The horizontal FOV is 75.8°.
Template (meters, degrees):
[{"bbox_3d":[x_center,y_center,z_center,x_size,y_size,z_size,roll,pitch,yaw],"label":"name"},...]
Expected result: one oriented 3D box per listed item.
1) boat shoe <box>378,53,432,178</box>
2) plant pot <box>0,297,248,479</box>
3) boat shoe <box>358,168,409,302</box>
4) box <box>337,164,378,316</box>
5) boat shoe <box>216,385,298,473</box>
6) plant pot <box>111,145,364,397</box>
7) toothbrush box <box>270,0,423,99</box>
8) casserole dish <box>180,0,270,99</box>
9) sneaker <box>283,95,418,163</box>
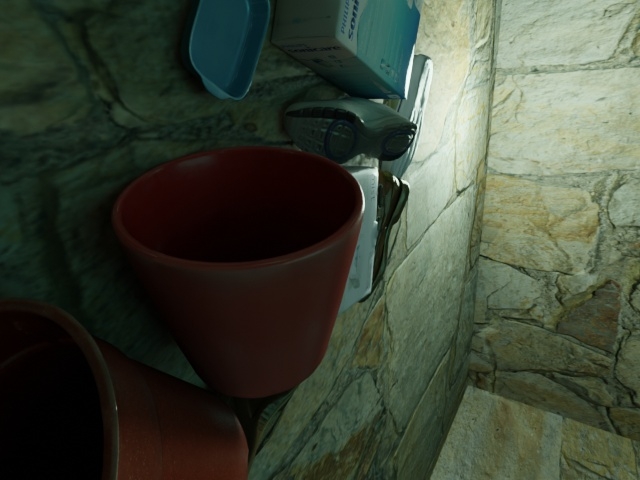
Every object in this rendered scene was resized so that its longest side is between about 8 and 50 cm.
[{"bbox_3d":[0.188,-0.292,0.991,0.109,0.094,0.301,9,98,-56],"label":"boat shoe"},{"bbox_3d":[-0.208,0.221,0.372,0.272,0.273,0.265,-68,155,-18],"label":"plant pot"},{"bbox_3d":[0.097,-0.012,0.942,0.105,0.111,0.306,16,91,-33],"label":"boat shoe"},{"bbox_3d":[0.000,0.000,0.747,0.231,0.127,0.261,-24,119,-54],"label":"box"},{"bbox_3d":[-0.117,0.274,0.682,0.123,0.124,0.341,112,3,-49],"label":"boat shoe"},{"bbox_3d":[-0.085,0.043,0.518,0.275,0.275,0.242,-43,143,-44],"label":"plant pot"},{"bbox_3d":[0.063,-0.398,0.724,0.296,0.126,0.216,-1,101,-59],"label":"toothbrush box"},{"bbox_3d":[-0.126,-0.278,0.541,0.114,0.037,0.188,24,80,-59],"label":"casserole dish"},{"bbox_3d":[0.049,-0.219,0.783,0.297,0.129,0.111,-5,138,-40],"label":"sneaker"}]
